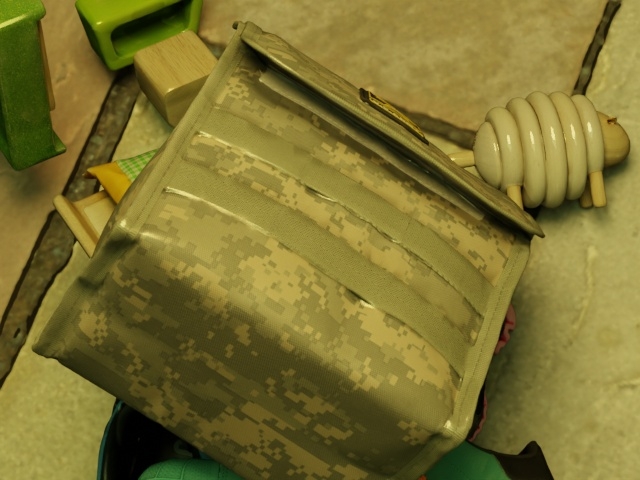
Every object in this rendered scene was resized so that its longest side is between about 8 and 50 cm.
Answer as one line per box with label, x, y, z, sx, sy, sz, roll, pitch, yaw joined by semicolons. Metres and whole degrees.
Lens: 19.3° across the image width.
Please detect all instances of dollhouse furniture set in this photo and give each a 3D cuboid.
dollhouse furniture set;-0.104;-0.093;1.288;0.197;0.151;0.301;-25;55;-20

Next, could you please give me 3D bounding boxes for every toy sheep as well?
toy sheep;0.153;-0.061;1.316;0.132;0.091;0.091;-9;70;-10

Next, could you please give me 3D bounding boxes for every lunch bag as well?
lunch bag;0.000;0.000;1.165;0.235;0.169;0.287;33;43;-7

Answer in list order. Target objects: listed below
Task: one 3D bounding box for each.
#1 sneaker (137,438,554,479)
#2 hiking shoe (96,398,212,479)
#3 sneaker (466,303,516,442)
sneaker;0.019;0.166;1.226;0.302;0.108;0.121;12;54;-19
hiking shoe;-0.084;0.105;1.288;0.113;0.132;0.304;1;72;12
sneaker;0.099;0.086;1.297;0.047;0.057;0.119;15;78;14
